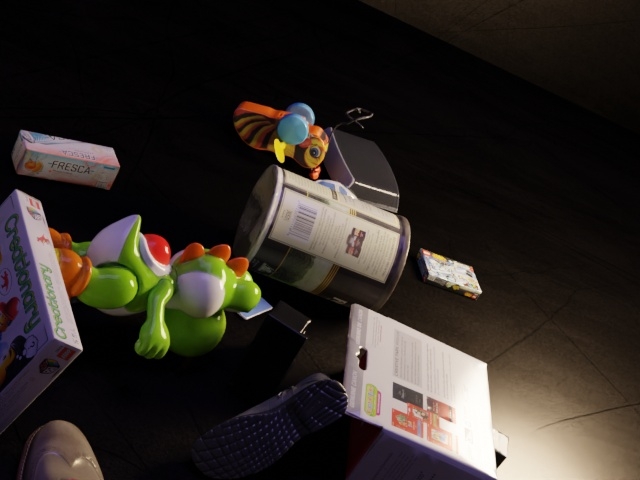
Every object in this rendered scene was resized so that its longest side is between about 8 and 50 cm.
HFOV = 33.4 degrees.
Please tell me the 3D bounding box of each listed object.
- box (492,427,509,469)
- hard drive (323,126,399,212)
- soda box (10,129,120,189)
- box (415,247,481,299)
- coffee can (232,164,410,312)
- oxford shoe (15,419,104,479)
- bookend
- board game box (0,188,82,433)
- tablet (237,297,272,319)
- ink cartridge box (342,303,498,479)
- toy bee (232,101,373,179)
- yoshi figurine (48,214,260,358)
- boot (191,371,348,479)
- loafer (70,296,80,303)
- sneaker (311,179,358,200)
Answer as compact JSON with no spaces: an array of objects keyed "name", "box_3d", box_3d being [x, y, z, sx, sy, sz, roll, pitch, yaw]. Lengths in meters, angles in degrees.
[{"name":"box","box_3d":[0.271,0.362,1.793,0.052,0.083,0.062,31,28,-1]},{"name":"hard drive","box_3d":[0.091,-0.173,2.522,0.172,0.054,0.255,16,31,-26]},{"name":"soda box","box_3d":[-0.461,-0.145,1.938,0.183,0.058,0.063,10,34,-35]},{"name":"box","box_3d":[0.279,0.073,2.331,0.137,0.027,0.094,20,31,-21]},{"name":"coffee can","box_3d":[0.000,0.000,1.994,0.275,0.201,0.201,22,29,-16]},{"name":"oxford shoe","box_3d":[-0.277,0.330,1.262,0.123,0.130,0.348,11,34,-32]},{"name":"bookend","box_3d":[-0.063,0.162,1.719,0.072,0.156,0.157,32,27,3]},{"name":"board game box","box_3d":[-0.425,0.095,1.433,0.053,0.193,0.305,32,20,-43]},{"name":"tablet","box_3d":[-0.127,0.113,1.895,0.054,0.006,0.083,41,29,19]},{"name":"ink cartridge box","box_3d":[0.134,0.278,1.747,0.271,0.130,0.309,26,28,-8]},{"name":"toy bee","box_3d":[-0.050,-0.216,2.391,0.298,0.162,0.195,16,29,27]},{"name":"yoshi figurine","box_3d":[-0.267,0.096,1.615,0.362,0.203,0.204,10,65,-33]},{"name":"boot","box_3d":[-0.078,0.274,1.587,0.083,0.246,0.161,66,-12,-1]},{"name":"loafer","box_3d":[-0.371,0.051,1.700,0.062,0.061,0.170,39,30,13]},{"name":"sneaker","box_3d":[0.053,-0.058,2.271,0.211,0.080,0.081,32,25,5]}]
